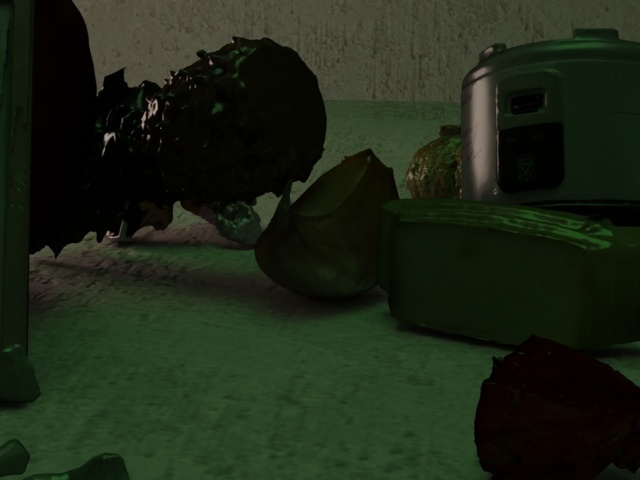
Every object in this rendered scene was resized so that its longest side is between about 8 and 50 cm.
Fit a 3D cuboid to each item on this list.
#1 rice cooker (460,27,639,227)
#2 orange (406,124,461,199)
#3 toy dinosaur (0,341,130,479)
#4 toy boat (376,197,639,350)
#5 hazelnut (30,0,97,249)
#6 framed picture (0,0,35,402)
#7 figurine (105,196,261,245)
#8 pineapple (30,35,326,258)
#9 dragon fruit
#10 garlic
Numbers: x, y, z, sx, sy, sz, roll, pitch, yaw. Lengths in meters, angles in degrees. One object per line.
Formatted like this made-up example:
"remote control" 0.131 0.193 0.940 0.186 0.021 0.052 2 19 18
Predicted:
"rice cooker" 0.248 -0.068 1.397 0.280 0.227 0.241 -5 -12 28
"orange" 0.176 -0.078 1.688 0.157 0.134 0.156 10 -2 0
"toy dinosaur" -0.225 0.118 0.774 0.205 0.092 0.393 -18 29 -42
"toy boat" 0.162 0.029 1.186 0.276 0.111 0.084 10 19 26
"hazelnut" -0.413 -0.120 1.281 0.421 0.353 0.421 23 33 -16
"framed picture" -0.335 -0.042 1.053 0.247 0.335 0.022 0 -23 -6
"figurine" -0.138 -0.061 1.611 0.240 0.115 0.175 -2 12 -17
"pineapple" -0.169 -0.089 1.416 0.364 0.165 0.165 -14 1 35
"dragon fruit" 0.148 0.115 0.853 0.106 0.083 0.162 17 6 15
"garlic" 0.009 0.003 1.328 0.115 0.128 0.207 47 27 4
